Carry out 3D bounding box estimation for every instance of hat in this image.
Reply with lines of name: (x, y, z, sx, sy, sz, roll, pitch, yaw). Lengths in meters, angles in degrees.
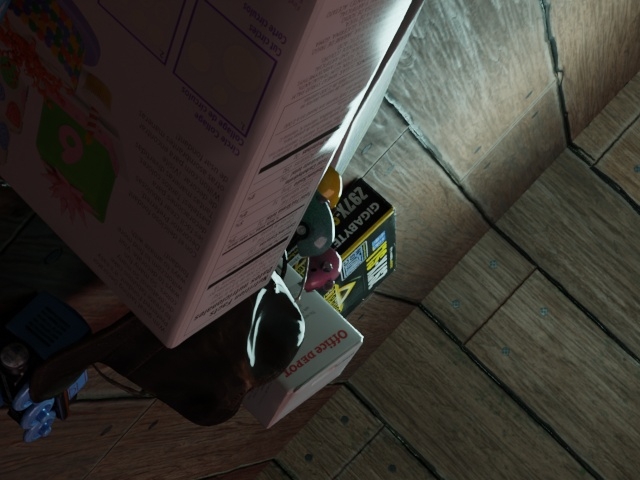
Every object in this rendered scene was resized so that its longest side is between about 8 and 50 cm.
hat: (-0.100, 0.086, 0.976, 0.331, 0.134, 0.331, -38, 180, 0)

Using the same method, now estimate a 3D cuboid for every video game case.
video game case: (0.043, -0.144, 1.208, 0.212, 0.023, 0.193, -62, 177, -36)

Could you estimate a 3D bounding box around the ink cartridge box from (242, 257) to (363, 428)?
ink cartridge box: (-0.074, 0.104, 1.326, 0.148, 0.203, 0.086, -31, 159, -43)

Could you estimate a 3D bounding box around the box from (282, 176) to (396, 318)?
box: (0.002, 0.063, 1.677, 0.257, 0.079, 0.322, -45, 165, -10)

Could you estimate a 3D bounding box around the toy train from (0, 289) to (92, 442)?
toy train: (-0.277, 0.130, 1.096, 0.105, 0.080, 0.184, -45, 166, -26)

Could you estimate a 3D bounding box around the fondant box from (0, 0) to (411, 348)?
fondant box: (-0.091, -0.130, 0.597, 0.096, 0.238, 0.330, -34, 161, -42)

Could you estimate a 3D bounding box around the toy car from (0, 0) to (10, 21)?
toy car: (-0.230, -0.117, 0.438, 0.210, 0.219, 0.238, -52, -168, 23)

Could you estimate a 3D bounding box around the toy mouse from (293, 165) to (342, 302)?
toy mouse: (0.000, 0.000, 0.953, 0.143, 0.031, 0.161, -82, 170, -46)
